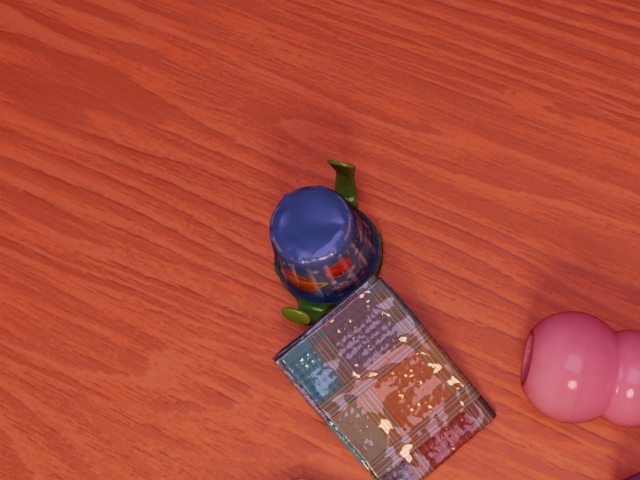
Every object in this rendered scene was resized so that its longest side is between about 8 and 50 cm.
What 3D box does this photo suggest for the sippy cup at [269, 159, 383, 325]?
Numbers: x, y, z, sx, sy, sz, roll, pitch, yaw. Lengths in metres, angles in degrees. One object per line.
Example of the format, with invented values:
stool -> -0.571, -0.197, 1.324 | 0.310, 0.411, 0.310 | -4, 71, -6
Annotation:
sippy cup -> 0.000, 0.000, 1.748 | 0.240, 0.224, 0.305 | -21, 69, 3

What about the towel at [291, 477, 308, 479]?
towel -> 0.026, 0.605, 1.517 | 0.374, 0.090, 0.320 | 20, 33, 23

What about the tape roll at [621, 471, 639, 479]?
tape roll -> 0.586, 0.495, 1.492 | 0.080, 0.189, 0.189 | -26, 69, 1

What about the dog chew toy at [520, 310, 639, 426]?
dog chew toy -> 0.544, 0.248, 1.582 | 0.332, 0.206, 0.206 | 11, 75, 6

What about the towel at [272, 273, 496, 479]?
towel -> 0.125, 0.284, 1.681 | 0.271, 0.040, 0.370 | -40, 85, -2
